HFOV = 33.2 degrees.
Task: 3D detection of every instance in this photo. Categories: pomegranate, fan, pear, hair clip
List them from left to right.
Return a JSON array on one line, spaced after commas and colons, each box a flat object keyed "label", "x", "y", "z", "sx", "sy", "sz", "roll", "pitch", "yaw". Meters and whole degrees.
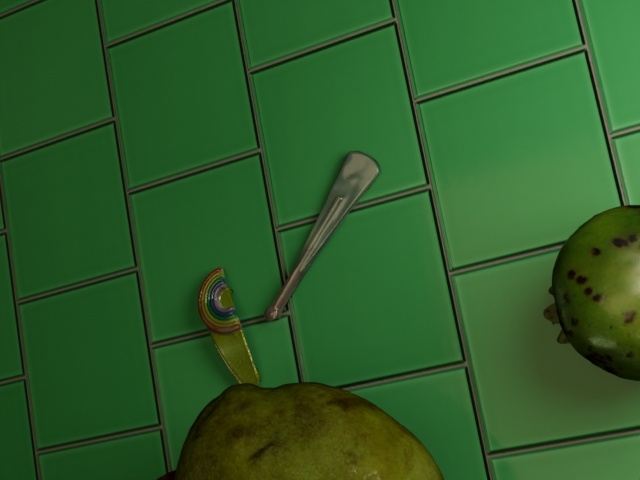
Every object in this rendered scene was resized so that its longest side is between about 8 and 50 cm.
[{"label": "hair clip", "x": -0.139, "y": 0.135, "z": 1.598, "sx": 0.060, "sy": 0.033, "sz": 0.188, "roll": -30, "pitch": 73, "yaw": 21}, {"label": "pear", "x": -0.010, "y": 0.372, "z": 1.350, "sx": 0.352, "sy": 0.352, "sz": 0.413, "roll": -37, "pitch": 59, "yaw": 18}, {"label": "fan", "x": 0.000, "y": 0.000, "z": 1.552, "sx": 0.057, "sy": 0.023, "sz": 0.282, "roll": 31, "pitch": 99, "yaw": 16}, {"label": "pomegranate", "x": 0.367, "y": 0.065, "z": 1.291, "sx": 0.263, "sy": 0.211, "sz": 0.211, "roll": 156, "pitch": 116, "yaw": -68}]

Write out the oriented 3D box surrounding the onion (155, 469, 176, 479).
[{"label": "onion", "x": -0.182, "y": 0.394, "z": 1.513, "sx": 0.184, "sy": 0.184, "sz": 0.147, "roll": 42, "pitch": 145, "yaw": 23}]
